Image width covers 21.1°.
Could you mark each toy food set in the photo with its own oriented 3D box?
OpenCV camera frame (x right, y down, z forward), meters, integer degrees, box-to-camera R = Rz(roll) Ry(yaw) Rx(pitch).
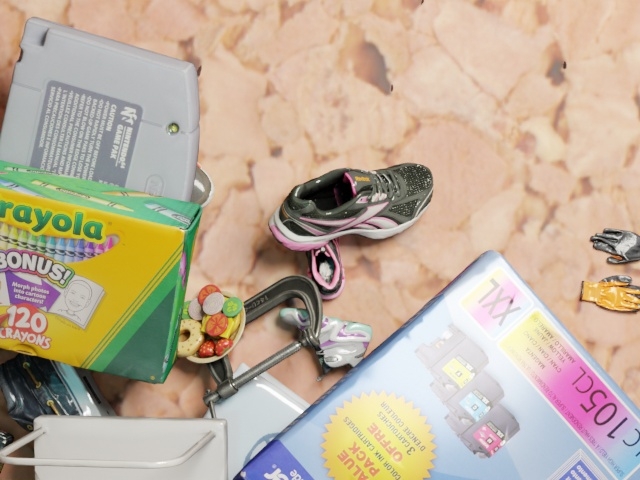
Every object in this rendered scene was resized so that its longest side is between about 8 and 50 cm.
[{"bbox_3d":[-0.113,0.085,1.742,0.083,0.020,0.083,11,69,35],"label":"toy food set"}]

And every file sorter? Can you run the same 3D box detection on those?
[{"bbox_3d":[-0.197,0.317,1.617,0.192,0.173,0.278,0,94,9],"label":"file sorter"}]

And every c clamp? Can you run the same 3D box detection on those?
[{"bbox_3d":[-0.058,0.111,1.720,0.160,0.022,0.137,-36,46,9],"label":"c clamp"}]

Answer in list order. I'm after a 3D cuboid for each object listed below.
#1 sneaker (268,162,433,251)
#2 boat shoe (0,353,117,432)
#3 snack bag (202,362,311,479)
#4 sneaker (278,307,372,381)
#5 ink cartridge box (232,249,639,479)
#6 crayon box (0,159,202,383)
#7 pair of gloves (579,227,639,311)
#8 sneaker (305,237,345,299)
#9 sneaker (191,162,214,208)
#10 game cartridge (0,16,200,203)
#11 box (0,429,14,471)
[{"bbox_3d":[0.040,-0.042,1.709,0.178,0.077,0.072,-21,67,-25],"label":"sneaker"},{"bbox_3d":[-0.255,0.187,1.739,0.083,0.065,0.183,-30,85,7],"label":"boat shoe"},{"bbox_3d":[-0.043,0.350,1.741,0.323,0.037,0.342,35,90,2],"label":"snack bag"},{"bbox_3d":[-0.001,0.108,1.749,0.098,0.038,0.069,15,87,1],"label":"sneaker"},{"bbox_3d":[0.100,0.241,1.650,0.395,0.151,0.270,-41,85,-11],"label":"ink cartridge box"},{"bbox_3d":[-0.266,0.023,1.666,0.278,0.081,0.165,12,110,4],"label":"crayon box"},{"bbox_3d":[0.308,0.031,1.766,0.074,0.010,0.083,12,87,1],"label":"pair of gloves"},{"bbox_3d":[0.000,0.000,1.745,0.047,0.057,0.119,-14,86,1],"label":"sneaker"},{"bbox_3d":[-0.179,-0.082,1.744,0.158,0.065,0.061,34,87,2],"label":"sneaker"},{"bbox_3d":[-0.226,-0.056,1.704,0.196,0.060,0.294,18,110,6],"label":"game cartridge"},{"bbox_3d":[-0.432,0.267,1.736,0.175,0.051,0.220,22,88,1],"label":"box"}]
